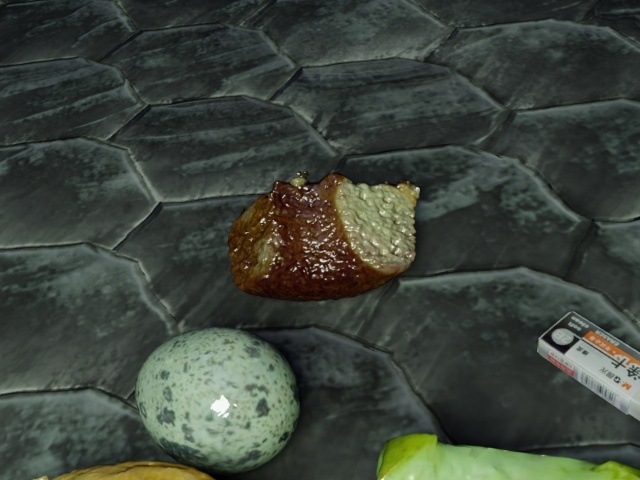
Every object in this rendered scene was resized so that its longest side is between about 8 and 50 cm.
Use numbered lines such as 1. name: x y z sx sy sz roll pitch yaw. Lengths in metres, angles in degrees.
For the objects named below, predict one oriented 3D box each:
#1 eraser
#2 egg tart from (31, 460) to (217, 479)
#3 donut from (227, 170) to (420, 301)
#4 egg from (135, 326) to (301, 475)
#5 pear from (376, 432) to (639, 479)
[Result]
1. eraser: 0.269 0.117 0.815 0.052 0.029 0.122 -35 48 -23
2. egg tart: -0.163 0.324 0.607 0.342 0.129 0.341 -9 45 9
3. donut: 0.008 0.004 0.937 0.187 0.144 0.126 12 46 -20
4. egg: -0.098 0.144 0.791 0.172 0.132 0.132 9 45 38
5. pear: 0.165 0.267 0.574 0.282 0.176 0.286 3 46 14
